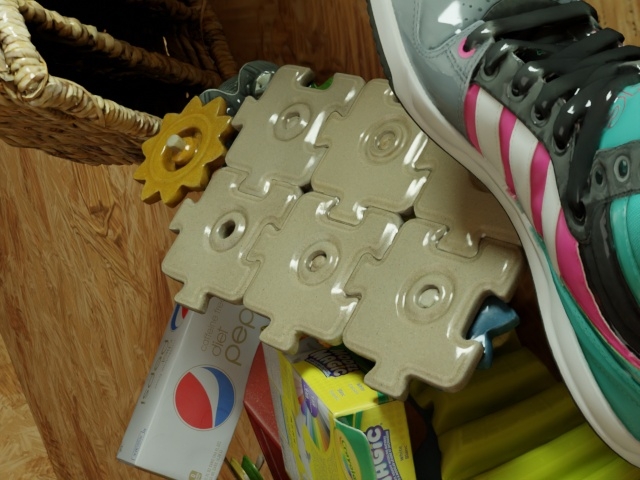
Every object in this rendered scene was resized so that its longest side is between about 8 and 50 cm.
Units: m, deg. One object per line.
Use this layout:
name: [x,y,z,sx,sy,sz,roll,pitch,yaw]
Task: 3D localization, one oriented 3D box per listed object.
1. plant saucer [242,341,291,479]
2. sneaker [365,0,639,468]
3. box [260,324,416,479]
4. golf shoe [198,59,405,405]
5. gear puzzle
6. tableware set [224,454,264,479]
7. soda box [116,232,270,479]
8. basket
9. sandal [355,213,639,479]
plant saucer: [0.027,0.235,0.835,0.259,0.048,0.258,42,155,51]
sneaker: [0.123,-0.052,0.425,0.295,0.124,0.178,62,159,8]
box: [0.013,0.116,0.603,0.179,0.043,0.105,-139,38,-70]
golf shoe: [0.000,0.000,0.794,0.120,0.105,0.272,47,-159,-84]
gear puzzle: [-0.006,-0.019,0.639,0.339,0.175,0.044,18,163,44]
tableware set: [-0.030,0.225,0.871,0.104,0.024,0.154,63,163,-17]
soda box: [-0.096,0.100,0.918,0.069,0.074,0.216,-12,55,66]
basket: [-0.188,-0.180,0.836,0.223,0.299,0.213,5,86,30]
sandal: [0.092,0.128,0.628,0.138,0.126,0.317,99,155,-48]
